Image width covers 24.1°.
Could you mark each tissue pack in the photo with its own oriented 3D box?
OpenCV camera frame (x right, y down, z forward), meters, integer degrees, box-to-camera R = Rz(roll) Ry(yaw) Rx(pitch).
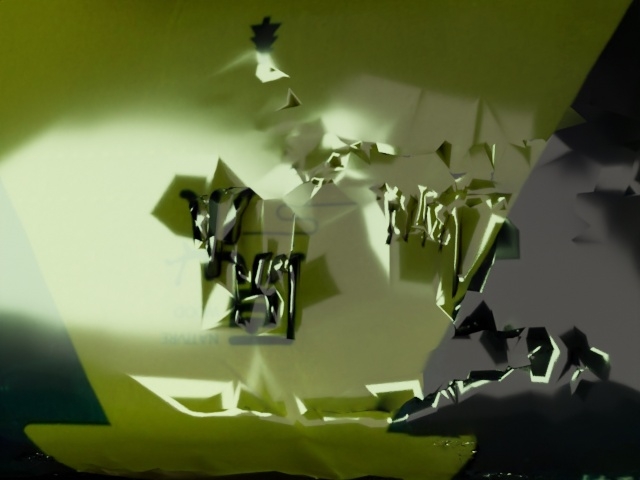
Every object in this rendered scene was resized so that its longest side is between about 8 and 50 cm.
[{"bbox_3d":[0.000,0.000,0.751,0.416,0.253,0.264,0,77,14],"label":"tissue pack"}]
